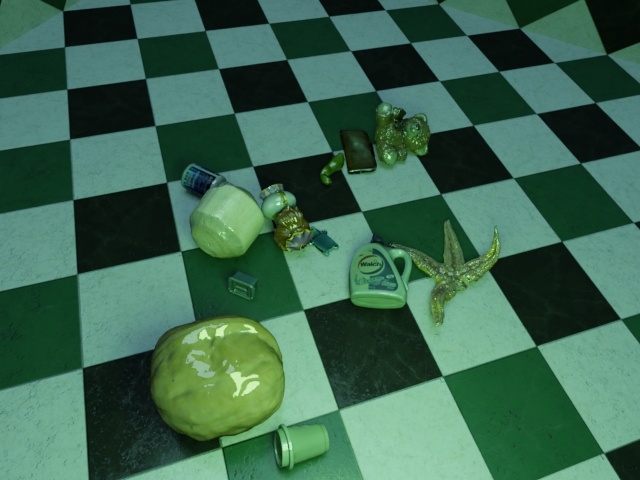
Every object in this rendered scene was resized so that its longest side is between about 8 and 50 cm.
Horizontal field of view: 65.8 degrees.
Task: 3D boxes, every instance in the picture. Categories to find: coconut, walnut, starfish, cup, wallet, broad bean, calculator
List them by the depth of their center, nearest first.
[{"bbox_3d":[-0.281,0.369,1.363,0.380,0.381,0.381,2,53,-3],"label":"walnut"},{"bbox_3d":[-0.051,0.561,1.366,0.141,0.120,0.120,-3,53,-18],"label":"cup"},{"bbox_3d":[-0.324,-0.078,1.750,0.237,0.237,0.266,24,61,13],"label":"coconut"},{"bbox_3d":[0.456,0.080,1.759,0.398,0.132,0.384,-33,51,-7],"label":"starfish"},{"bbox_3d":[0.000,0.000,1.848,0.094,0.019,0.141,-34,61,-27],"label":"calculator"},{"bbox_3d":[0.054,-0.308,2.065,0.070,0.048,0.214,16,52,16],"label":"broad bean"},{"bbox_3d":[0.167,-0.387,2.145,0.137,0.031,0.255,-3,54,-7],"label":"wallet"}]

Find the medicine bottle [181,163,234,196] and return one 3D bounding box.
[{"bbox_3d":[-0.435,-0.218,1.921,0.191,0.107,0.107,25,55,13],"label":"medicine bottle"}]

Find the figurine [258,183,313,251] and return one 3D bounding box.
[{"bbox_3d":[-0.123,-0.072,1.794,0.142,0.189,0.264,-24,74,-17],"label":"figurine"}]

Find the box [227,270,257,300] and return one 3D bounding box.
[{"bbox_3d":[-0.261,0.151,1.684,0.099,0.074,0.054,21,40,11],"label":"box"}]

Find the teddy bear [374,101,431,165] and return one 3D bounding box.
[{"bbox_3d":[0.357,-0.456,2.139,0.255,0.156,0.267,-3,93,-6],"label":"teddy bear"}]

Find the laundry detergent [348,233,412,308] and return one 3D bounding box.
[{"bbox_3d":[0.211,0.096,1.733,0.214,0.105,0.281,2,51,12],"label":"laundry detergent"}]
